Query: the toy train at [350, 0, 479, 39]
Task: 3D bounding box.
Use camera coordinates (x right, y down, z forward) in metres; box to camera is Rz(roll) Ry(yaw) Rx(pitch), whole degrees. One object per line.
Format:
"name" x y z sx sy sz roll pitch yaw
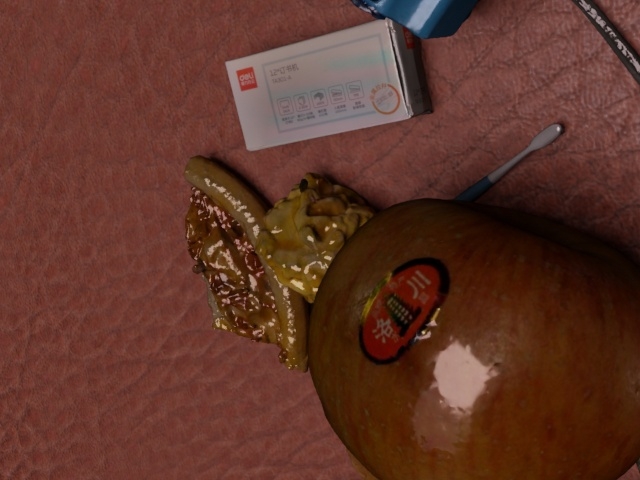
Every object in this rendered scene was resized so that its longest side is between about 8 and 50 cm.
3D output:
"toy train" 0.075 -0.376 1.001 0.300 0.265 0.188 44 122 13

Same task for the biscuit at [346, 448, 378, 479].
"biscuit" 0.160 0.323 1.282 0.376 0.051 0.269 45 134 16

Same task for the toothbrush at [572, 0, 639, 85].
"toothbrush" 0.331 -0.249 1.034 0.030 0.030 0.297 -39 84 23

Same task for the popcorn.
"popcorn" 0.000 0.000 1.238 0.180 0.180 0.170 21 139 23

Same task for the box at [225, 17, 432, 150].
"box" 0.010 -0.207 1.201 0.269 0.079 0.135 -8 102 32

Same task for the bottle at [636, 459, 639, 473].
"bottle" 0.430 0.308 1.041 0.082 0.082 0.286 -34 56 33

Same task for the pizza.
"pizza" -0.120 0.041 1.357 0.182 0.074 0.365 -20 94 24

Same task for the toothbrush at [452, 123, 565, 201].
"toothbrush" 0.209 -0.069 1.167 0.275 0.025 0.019 -39 79 35

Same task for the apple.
"apple" 0.181 0.131 1.023 0.400 0.400 0.334 23 103 22
